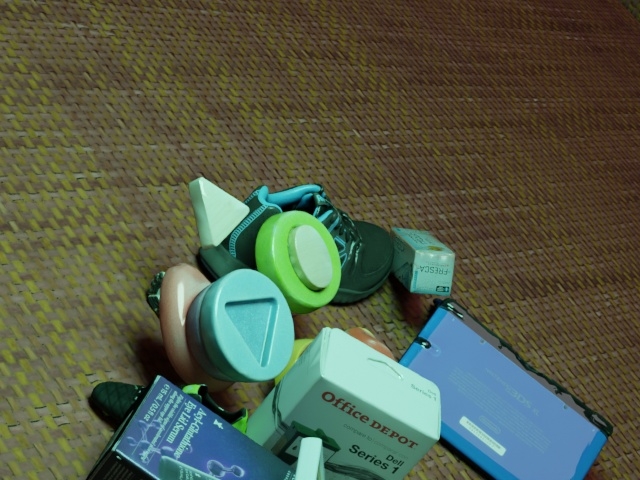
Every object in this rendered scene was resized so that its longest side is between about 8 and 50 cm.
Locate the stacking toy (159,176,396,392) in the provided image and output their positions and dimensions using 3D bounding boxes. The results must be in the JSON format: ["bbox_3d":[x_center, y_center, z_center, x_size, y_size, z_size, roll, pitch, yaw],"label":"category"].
[{"bbox_3d":[-0.033,0.066,1.959,0.309,0.130,0.279,23,59,-42],"label":"stacking toy"}]

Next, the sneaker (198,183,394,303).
[{"bbox_3d":[0.000,0.000,2.213,0.341,0.140,0.125,-1,45,-50],"label":"sneaker"}]

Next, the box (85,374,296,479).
[{"bbox_3d":[-0.136,0.269,1.734,0.207,0.108,0.153,35,30,-5],"label":"box"}]

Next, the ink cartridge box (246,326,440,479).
[{"bbox_3d":[0.010,0.225,1.836,0.160,0.219,0.092,29,31,-15],"label":"ink cartridge box"}]

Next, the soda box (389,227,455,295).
[{"bbox_3d":[0.138,0.028,2.314,0.058,0.063,0.183,5,9,-9],"label":"soda box"}]

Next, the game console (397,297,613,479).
[{"bbox_3d":[0.237,0.226,2.271,0.293,0.173,0.250,38,61,1],"label":"game console"}]

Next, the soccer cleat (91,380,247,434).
[{"bbox_3d":[-0.165,0.184,1.829,0.179,0.072,0.060,19,31,0],"label":"soccer cleat"}]

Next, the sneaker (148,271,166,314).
[{"bbox_3d":[-0.138,0.098,2.011,0.073,0.063,0.162,-5,51,-54],"label":"sneaker"}]

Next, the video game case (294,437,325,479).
[{"bbox_3d":[-0.012,0.350,1.678,0.026,0.206,0.227,-1,30,7],"label":"video game case"}]
